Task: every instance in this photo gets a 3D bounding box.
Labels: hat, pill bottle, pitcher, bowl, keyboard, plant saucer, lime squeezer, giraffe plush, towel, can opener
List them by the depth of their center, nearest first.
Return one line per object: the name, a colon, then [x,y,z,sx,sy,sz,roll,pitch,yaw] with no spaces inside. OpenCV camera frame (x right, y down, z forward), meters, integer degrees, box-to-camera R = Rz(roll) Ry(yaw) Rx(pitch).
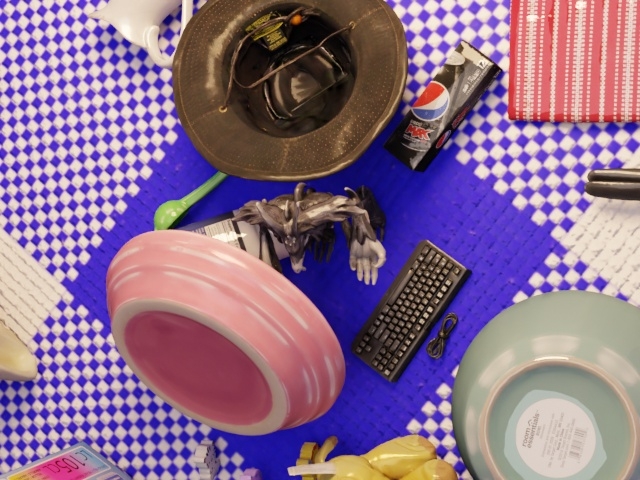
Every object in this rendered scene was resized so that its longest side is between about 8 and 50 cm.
bowl: [0.292,0.216,1.358,0.312,0.163,0.311,0,90,18]
can opener: [0.410,-0.068,1.374,0.186,0.059,0.073,4,119,28]
towel: [0.367,-0.242,1.398,0.275,0.031,0.198,3,93,21]
plant saucer: [-0.134,0.133,1.438,0.332,0.084,0.332,20,142,17]
giraffe plush: [0.066,0.360,1.449,0.210,0.181,0.170,2,113,8]
hat: [-0.027,-0.192,1.471,0.331,0.134,0.331,-8,64,16]
keyboard: [0.125,0.099,1.487,0.108,0.023,0.180,36,102,15]
pill bottle: [-0.127,0.013,1.516,0.169,0.094,0.094,-18,84,-6]
pitcher: [-0.204,-0.348,1.539,0.178,0.125,0.207,40,109,28]
lime squeezer: [-0.183,0.014,1.585,0.110,0.059,0.310,12,93,-12]

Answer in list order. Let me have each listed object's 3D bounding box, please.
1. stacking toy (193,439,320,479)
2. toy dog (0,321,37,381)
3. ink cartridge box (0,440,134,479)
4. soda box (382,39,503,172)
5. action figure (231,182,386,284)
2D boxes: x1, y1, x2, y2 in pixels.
stacking toy: [-0.105,0.344,1.480,0.167,0.221,0.052,-1,125,19]
toy dog: [-0.657,0.204,1.573,0.408,0.395,0.284,-38,88,7]
ink cartridge box: [-0.263,0.456,1.491,0.395,0.270,0.151,35,106,15]
soda box: [0.154,-0.168,1.455,0.053,0.060,0.169,40,102,15]
action figure: [0.000,0.000,1.395,0.164,0.276,0.140,-8,90,19]
